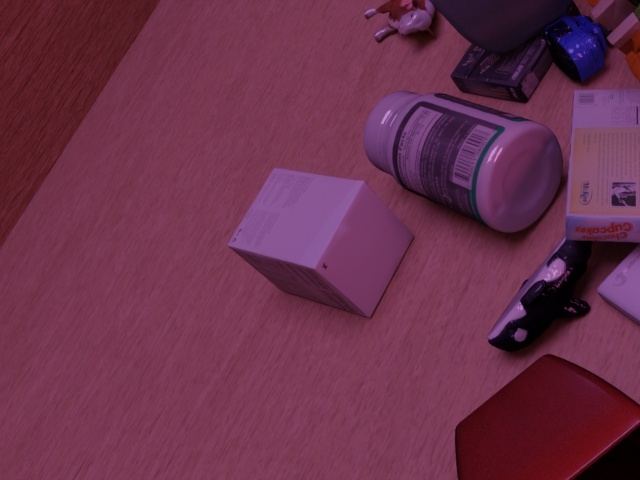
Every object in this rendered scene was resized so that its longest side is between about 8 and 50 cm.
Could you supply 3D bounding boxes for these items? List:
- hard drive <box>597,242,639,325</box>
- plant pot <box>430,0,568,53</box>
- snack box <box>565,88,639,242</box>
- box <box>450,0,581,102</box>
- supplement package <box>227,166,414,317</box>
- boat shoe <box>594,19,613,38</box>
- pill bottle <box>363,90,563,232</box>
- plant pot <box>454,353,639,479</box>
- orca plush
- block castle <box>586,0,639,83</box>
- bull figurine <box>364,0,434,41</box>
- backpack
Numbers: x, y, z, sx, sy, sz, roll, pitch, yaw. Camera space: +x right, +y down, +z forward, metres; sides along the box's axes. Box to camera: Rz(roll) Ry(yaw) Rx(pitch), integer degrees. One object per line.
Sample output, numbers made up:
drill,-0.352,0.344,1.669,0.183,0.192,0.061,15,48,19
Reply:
hard drive,0.590,0.084,1.296,0.203,0.040,0.307,-47,41,0
plant pot,0.354,-0.521,1.730,0.248,0.252,0.247,-29,43,21
snack box,0.505,-0.131,1.441,0.187,0.060,0.322,2,47,18
box,0.405,-0.404,1.831,0.183,0.056,0.231,21,73,48
supplement package,0.000,0.000,1.748,0.263,0.198,0.199,13,67,46
boat shoe,0.633,-0.456,1.663,0.228,0.080,0.076,-29,50,22
pill bottle,0.256,-0.164,1.655,0.204,0.204,0.361,-52,40,-6
plant pot,0.334,0.317,1.183,0.267,0.267,0.236,-41,28,6
orca plush,0.400,0.081,1.454,0.287,0.102,0.151,-51,-5,-19
block castle,0.606,-0.344,1.374,0.213,0.303,0.453,-47,32,31
bull figurine,0.205,-0.585,2.114,0.188,0.101,0.310,-11,53,37
backpack,0.499,-0.374,1.695,0.101,0.098,0.120,-34,41,13
